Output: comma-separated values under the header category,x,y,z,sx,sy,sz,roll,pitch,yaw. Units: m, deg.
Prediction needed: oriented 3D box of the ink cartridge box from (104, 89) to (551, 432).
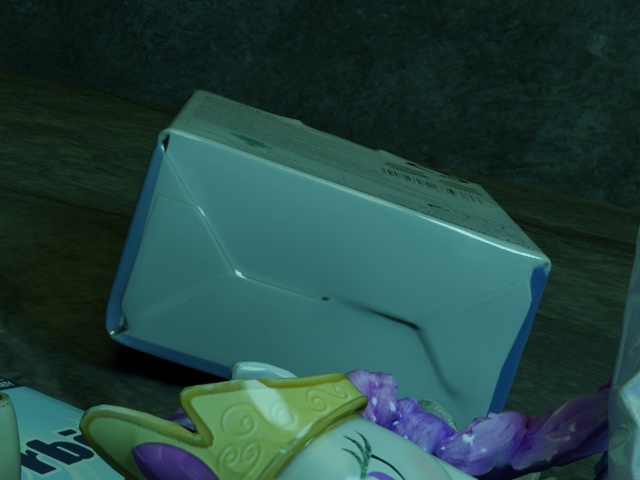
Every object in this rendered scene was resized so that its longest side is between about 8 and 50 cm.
category,x,y,z,sx,sy,sz,roll,pitch,yaw
ink cartridge box,0.000,0.000,1.054,0.270,0.151,0.395,19,11,-5

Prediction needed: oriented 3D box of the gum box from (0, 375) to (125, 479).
category,x,y,z,sx,sy,sz,roll,pitch,yaw
gum box,-0.134,0.116,0.617,0.184,0.041,0.157,18,12,24

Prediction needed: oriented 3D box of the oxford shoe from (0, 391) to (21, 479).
category,x,y,z,sx,sy,sz,roll,pitch,yaw
oxford shoe,-0.261,0.058,0.511,0.348,0.130,0.123,16,11,11

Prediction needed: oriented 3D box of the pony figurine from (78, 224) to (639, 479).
category,x,y,z,sx,sy,sz,roll,pitch,yaw
pony figurine,0.125,0.109,0.498,0.363,0.303,0.351,31,22,8
